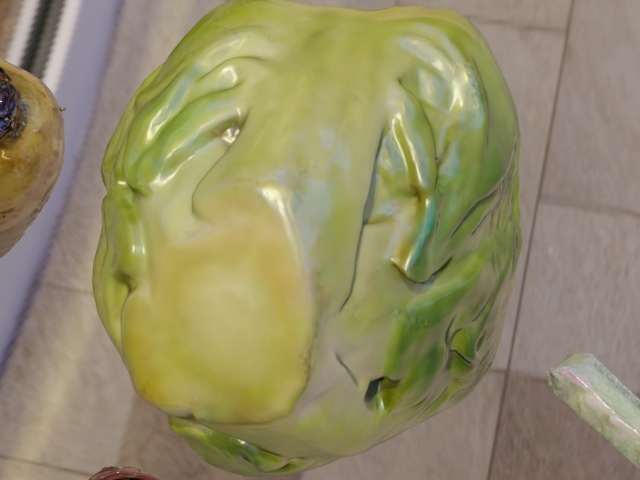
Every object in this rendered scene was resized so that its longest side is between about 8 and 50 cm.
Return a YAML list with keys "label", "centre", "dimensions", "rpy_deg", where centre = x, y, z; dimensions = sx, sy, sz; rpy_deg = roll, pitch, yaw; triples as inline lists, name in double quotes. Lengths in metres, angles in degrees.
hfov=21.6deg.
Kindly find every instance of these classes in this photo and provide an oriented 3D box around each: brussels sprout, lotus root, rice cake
- label: "brussels sprout"
  centre: [0.000, 0.000, 0.711]
  dimensions: [0.161, 0.223, 0.223]
  rpy_deg: [17, 76, 33]
- label: "lotus root"
  centre: [-0.284, -0.065, 1.296]
  dimensions: [0.160, 0.284, 0.146]
  rpy_deg: [6, 71, -19]
- label: "rice cake"
  centre: [0.260, 0.159, 1.271]
  dimensions: [0.211, 0.043, 0.034]
  rpy_deg: [40, 126, 14]

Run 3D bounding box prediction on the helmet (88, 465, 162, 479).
- label: "helmet"
  centre: [-0.159, 0.225, 1.392]
  dimensions: [0.111, 0.057, 0.089]
  rpy_deg: [41, 93, -25]
